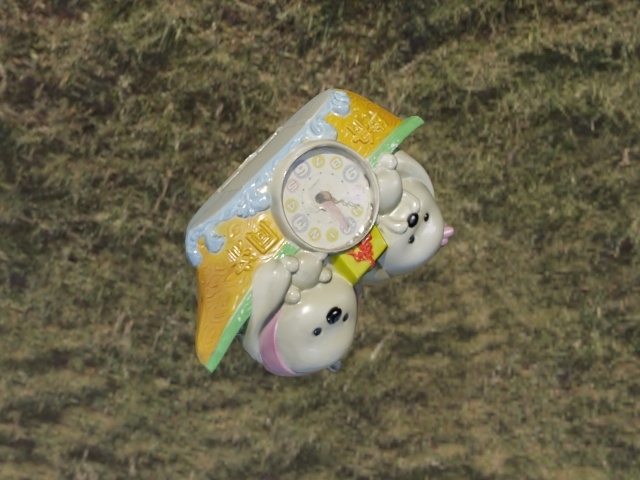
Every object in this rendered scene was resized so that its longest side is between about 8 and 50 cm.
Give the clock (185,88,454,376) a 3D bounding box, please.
[{"bbox_3d":[0.000,0.000,0.662,0.144,0.231,0.103,48,165,-14],"label":"clock"}]
